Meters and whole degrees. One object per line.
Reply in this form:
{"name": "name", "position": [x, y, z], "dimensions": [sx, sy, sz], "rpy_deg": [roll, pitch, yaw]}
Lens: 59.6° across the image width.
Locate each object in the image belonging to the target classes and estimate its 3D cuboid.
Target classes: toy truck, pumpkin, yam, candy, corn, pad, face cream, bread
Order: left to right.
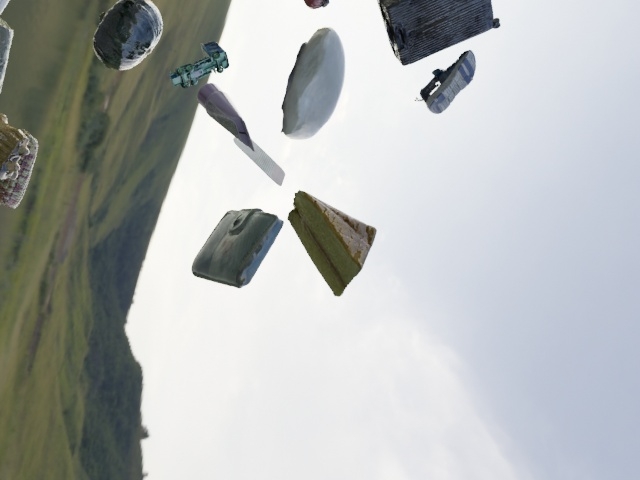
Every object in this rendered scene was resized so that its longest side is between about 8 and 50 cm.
{"name": "yam", "position": [-1.134, -0.637, 1.866], "dimensions": [0.304, 0.168, 0.168], "rpy_deg": [-68, -154, 15]}
{"name": "corn", "position": [-0.956, -0.223, 1.760], "dimensions": [0.253, 0.086, 0.086], "rpy_deg": [-67, -154, 5]}
{"name": "pumpkin", "position": [-0.518, -0.557, 1.496], "dimensions": [0.211, 0.152, 0.212], "rpy_deg": [-38, -164, 13]}
{"name": "toy truck", "position": [-0.352, -0.500, 1.592], "dimensions": [0.081, 0.175, 0.067], "rpy_deg": [53, -15, 25]}
{"name": "face cream", "position": [-0.308, -0.418, 1.860], "dimensions": [0.274, 0.096, 0.154], "rpy_deg": [48, -17, 28]}
{"name": "pad", "position": [-0.215, -0.295, 2.044], "dimensions": [0.055, 0.250, 0.323], "rpy_deg": [-45, -163, 4]}
{"name": "candy", "position": [-0.012, -0.600, 2.141], "dimensions": [0.386, 0.186, 0.427], "rpy_deg": [-61, 168, -50]}
{"name": "bread", "position": [0.000, 0.000, 2.139], "dimensions": [0.245, 0.361, 0.233], "rpy_deg": [-60, -179, -41]}

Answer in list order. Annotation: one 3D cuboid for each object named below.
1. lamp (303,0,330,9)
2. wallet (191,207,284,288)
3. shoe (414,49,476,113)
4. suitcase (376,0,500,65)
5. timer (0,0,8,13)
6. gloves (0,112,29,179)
{"name": "lamp", "position": [-0.008, -0.813, 1.842], "dimensions": [0.107, 0.092, 0.107], "rpy_deg": [-38, -178, 2]}
{"name": "wallet", "position": [-0.251, 0.013, 1.645], "dimensions": [0.360, 0.083, 0.252], "rpy_deg": [4, -118, 56]}
{"name": "shoe", "position": [0.366, -0.471, 1.627], "dimensions": [0.207, 0.091, 0.106], "rpy_deg": [-47, -127, 9]}
{"name": "suitcase", "position": [0.356, -0.710, 1.710], "dimensions": [0.335, 0.230, 0.152], "rpy_deg": [-21, -135, 8]}
{"name": "timer", "position": [-1.181, -0.898, 1.957], "dimensions": [0.262, 0.087, 0.237], "rpy_deg": [-35, -106, 27]}
{"name": "gloves", "position": [-0.994, -0.289, 1.619], "dimensions": [0.155, 0.356, 0.203], "rpy_deg": [-49, 161, -39]}
